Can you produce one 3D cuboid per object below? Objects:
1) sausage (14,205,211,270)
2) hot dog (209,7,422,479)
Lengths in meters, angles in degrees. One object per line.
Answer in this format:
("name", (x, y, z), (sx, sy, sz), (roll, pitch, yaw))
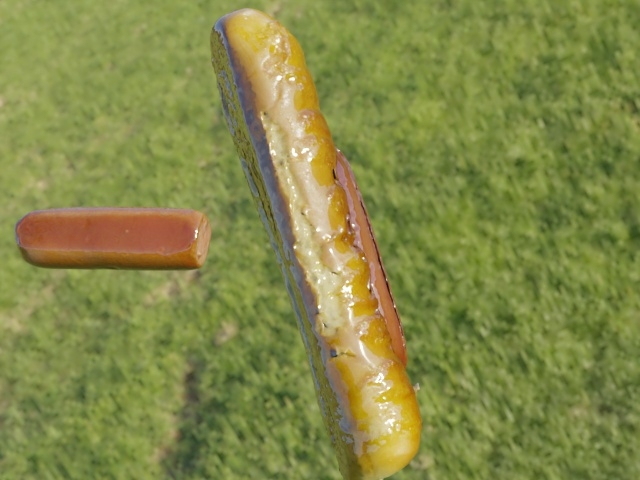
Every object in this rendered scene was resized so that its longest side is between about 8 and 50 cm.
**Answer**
("sausage", (-0.135, -0.001, 0.869), (0.131, 0.041, 0.039), (0, -8, 15))
("hot dog", (0.000, 0.000, 0.596), (0.047, 0.215, 0.066), (-16, -9, -16))
